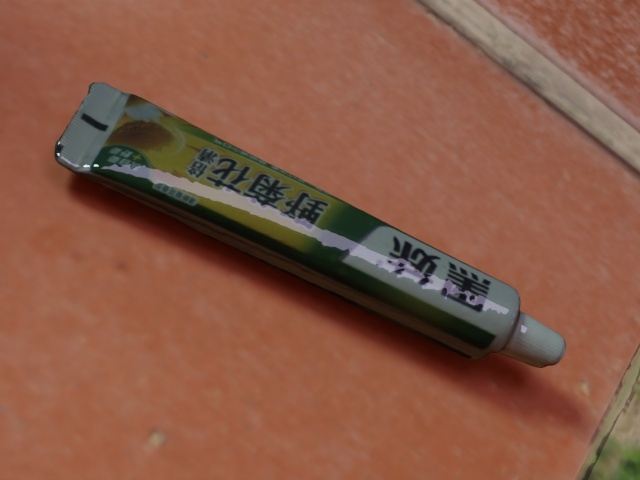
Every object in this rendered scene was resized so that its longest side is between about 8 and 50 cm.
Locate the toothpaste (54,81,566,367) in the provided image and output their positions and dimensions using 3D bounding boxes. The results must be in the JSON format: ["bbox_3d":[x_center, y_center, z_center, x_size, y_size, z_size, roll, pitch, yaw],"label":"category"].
[{"bbox_3d":[0.000,0.000,0.514,0.204,0.031,0.049,26,43,-7],"label":"toothpaste"}]
